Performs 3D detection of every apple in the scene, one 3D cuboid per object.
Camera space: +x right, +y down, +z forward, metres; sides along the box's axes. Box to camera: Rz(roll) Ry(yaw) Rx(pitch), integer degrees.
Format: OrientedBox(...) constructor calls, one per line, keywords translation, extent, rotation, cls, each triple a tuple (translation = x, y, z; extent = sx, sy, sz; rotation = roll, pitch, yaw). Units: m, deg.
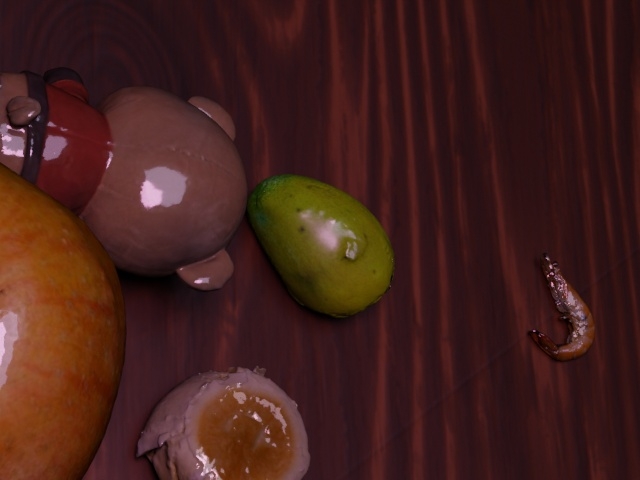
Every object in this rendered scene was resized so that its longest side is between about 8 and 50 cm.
OrientedBox(translation=(-0.353, 0.094, 1.454), extent=(0.400, 0.333, 0.400), rotation=(13, 63, -26), cls="apple")

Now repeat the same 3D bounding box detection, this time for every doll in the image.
OrientedBox(translation=(-0.225, -0.076, 1.695), extent=(0.330, 0.174, 0.235), rotation=(13, 58, -24), cls="doll")

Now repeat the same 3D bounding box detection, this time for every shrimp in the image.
OrientedBox(translation=(0.270, 0.077, 2.006), extent=(0.091, 0.025, 0.127), rotation=(-17, 82, -33), cls="shrimp")

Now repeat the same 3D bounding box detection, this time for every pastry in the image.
OrientedBox(translation=(-0.091, 0.201, 1.711), extent=(0.166, 0.088, 0.165), rotation=(13, 62, -25), cls="pastry")

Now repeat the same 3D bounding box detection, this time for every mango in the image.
OrientedBox(translation=(0.001, -0.001, 1.840), extent=(0.178, 0.100, 0.119), rotation=(43, 58, 1), cls="mango")
